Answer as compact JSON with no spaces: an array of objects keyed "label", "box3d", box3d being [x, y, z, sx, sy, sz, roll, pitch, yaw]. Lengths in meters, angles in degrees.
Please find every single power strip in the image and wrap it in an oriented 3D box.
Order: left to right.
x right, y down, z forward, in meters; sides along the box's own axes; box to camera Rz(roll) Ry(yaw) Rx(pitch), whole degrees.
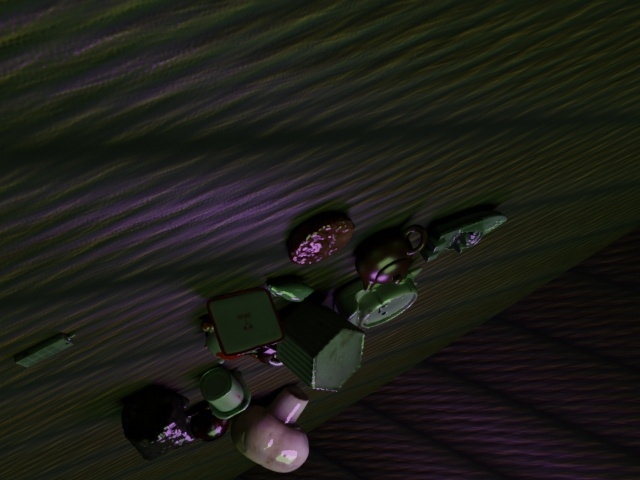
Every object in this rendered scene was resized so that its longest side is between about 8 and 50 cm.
[{"label":"power strip","box3d":[-0.606,0.241,1.236,0.136,0.019,0.051,-26,152,-6]}]

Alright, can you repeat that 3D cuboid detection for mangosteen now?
[{"label":"mangosteen","box3d":[-0.418,0.673,2.093,0.152,0.153,0.152,-23,154,-12]}]

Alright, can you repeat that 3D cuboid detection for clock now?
[{"label":"clock","box3d":[0.203,0.194,1.869,0.324,0.109,0.265,-24,153,-10]}]

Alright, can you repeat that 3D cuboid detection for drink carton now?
[{"label":"drink carton","box3d":[-0.328,0.502,1.866,0.146,0.144,0.142,-27,148,-5]}]

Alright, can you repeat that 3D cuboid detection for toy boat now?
[{"label":"toy boat","box3d":[0.459,-0.026,1.745,0.319,0.092,0.141,-20,155,-21]}]

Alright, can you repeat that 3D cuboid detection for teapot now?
[{"label":"teapot","box3d":[0.208,0.053,1.590,0.252,0.135,0.178,-40,156,24]}]

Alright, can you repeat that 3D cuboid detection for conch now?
[{"label":"conch","box3d":[-0.083,0.132,1.536,0.180,0.088,0.065,11,91,-44]}]

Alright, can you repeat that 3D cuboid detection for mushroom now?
[{"label":"mushroom","box3d":[-0.202,0.820,2.374,0.353,0.353,0.325,-41,167,24]}]

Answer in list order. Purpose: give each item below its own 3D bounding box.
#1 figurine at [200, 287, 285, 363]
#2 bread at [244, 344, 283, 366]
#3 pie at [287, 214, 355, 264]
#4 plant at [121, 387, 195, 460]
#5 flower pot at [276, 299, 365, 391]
[{"label":"figurine","box3d":[-0.237,0.255,1.516,0.183,0.160,0.226,-10,158,-33]},{"label":"bread","box3d":[-0.168,0.338,1.791,0.139,0.095,0.268,-42,138,16]},{"label":"pie","box3d":[0.000,0.000,1.378,0.182,0.050,0.182,-22,155,-11]},{"label":"plant","box3d":[-0.508,0.589,1.774,0.198,0.189,0.276,-24,154,-8]},{"label":"flower pot","box3d":[-0.001,0.322,1.705,0.239,0.189,0.209,23,95,-49]}]
